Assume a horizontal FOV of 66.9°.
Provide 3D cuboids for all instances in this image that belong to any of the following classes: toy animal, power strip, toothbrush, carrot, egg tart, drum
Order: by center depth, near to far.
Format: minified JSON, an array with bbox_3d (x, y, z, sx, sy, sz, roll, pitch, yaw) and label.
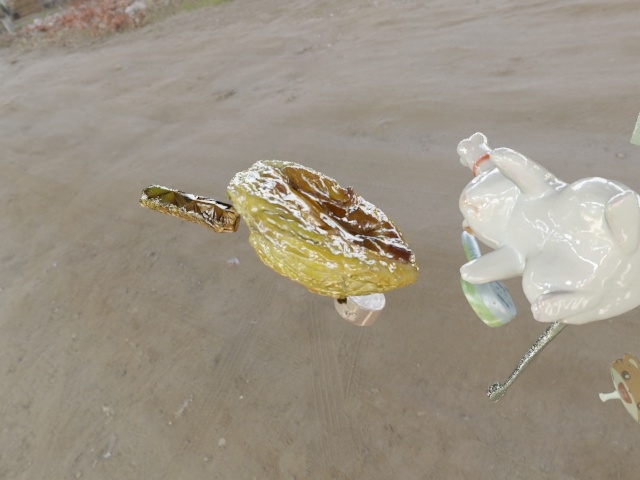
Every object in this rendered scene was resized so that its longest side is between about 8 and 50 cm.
[{"bbox_3d":[0.203,-0.026,0.511,0.138,0.140,0.282,2,25,-32],"label":"toy animal"},{"bbox_3d":[0.000,0.000,0.843,0.352,0.153,0.339,17,25,-21],"label":"egg tart"},{"bbox_3d":[0.325,0.074,0.949,0.049,0.130,0.253,-37,10,26],"label":"drum"},{"bbox_3d":[0.454,0.237,1.035,0.297,0.030,0.030,-58,22,21],"label":"toothbrush"},{"bbox_3d":[-0.285,-0.070,1.055,0.229,0.069,0.069,17,45,9],"label":"carrot"},{"bbox_3d":[0.122,0.189,1.511,0.154,0.078,0.154,19,32,-13],"label":"power strip"}]

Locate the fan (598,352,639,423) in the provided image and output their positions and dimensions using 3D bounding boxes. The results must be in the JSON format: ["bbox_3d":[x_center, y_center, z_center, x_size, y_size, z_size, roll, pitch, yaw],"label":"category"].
[{"bbox_3d":[0.674,0.339,1.073,0.008,0.226,0.152,-14,66,-1],"label":"fan"}]

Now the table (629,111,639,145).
[{"bbox_3d":[0.707,-0.292,0.912,0.111,0.240,0.121,-16,33,-29],"label":"table"}]
